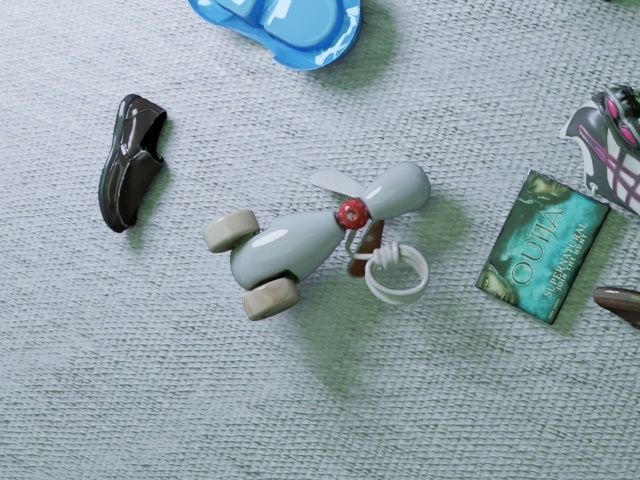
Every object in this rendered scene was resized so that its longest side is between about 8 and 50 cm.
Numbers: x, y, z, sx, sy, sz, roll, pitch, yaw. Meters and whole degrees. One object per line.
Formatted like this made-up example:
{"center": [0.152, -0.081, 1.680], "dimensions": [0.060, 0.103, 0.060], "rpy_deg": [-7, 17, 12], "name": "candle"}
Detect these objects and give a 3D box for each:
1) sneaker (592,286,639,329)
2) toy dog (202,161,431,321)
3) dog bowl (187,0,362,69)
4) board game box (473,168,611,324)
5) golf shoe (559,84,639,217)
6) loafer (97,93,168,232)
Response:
{"center": [0.457, 0.113, 1.642], "dimensions": [0.188, 0.066, 0.071], "rpy_deg": [14, 95, 19], "name": "sneaker"}
{"center": [0.000, 0.000, 1.778], "dimensions": [0.334, 0.161, 0.220], "rpy_deg": [-6, 85, 4], "name": "toy dog"}
{"center": [-0.065, -0.365, 1.819], "dimensions": [0.297, 0.074, 0.166], "rpy_deg": [31, 99, 16], "name": "dog bowl"}
{"center": [0.312, 0.009, 1.713], "dimensions": [0.126, 0.026, 0.186], "rpy_deg": [27, 98, 16], "name": "board game box"}
{"center": [0.433, -0.076, 1.648], "dimensions": [0.120, 0.105, 0.273], "rpy_deg": [-34, 73, 31], "name": "golf shoe"}
{"center": [-0.287, -0.117, 1.888], "dimensions": [0.078, 0.080, 0.220], "rpy_deg": [10, 93, 19], "name": "loafer"}
